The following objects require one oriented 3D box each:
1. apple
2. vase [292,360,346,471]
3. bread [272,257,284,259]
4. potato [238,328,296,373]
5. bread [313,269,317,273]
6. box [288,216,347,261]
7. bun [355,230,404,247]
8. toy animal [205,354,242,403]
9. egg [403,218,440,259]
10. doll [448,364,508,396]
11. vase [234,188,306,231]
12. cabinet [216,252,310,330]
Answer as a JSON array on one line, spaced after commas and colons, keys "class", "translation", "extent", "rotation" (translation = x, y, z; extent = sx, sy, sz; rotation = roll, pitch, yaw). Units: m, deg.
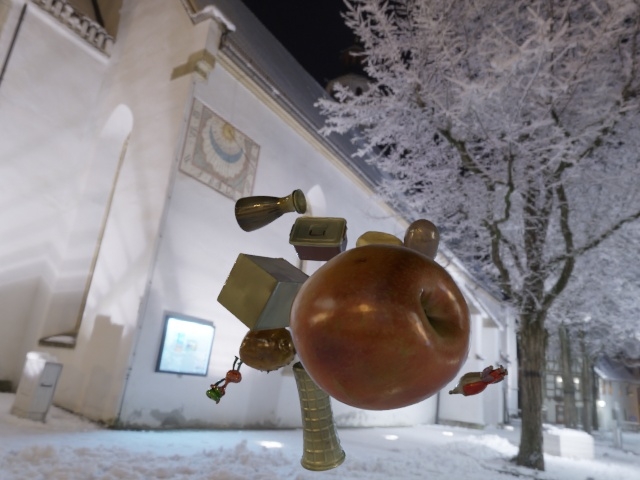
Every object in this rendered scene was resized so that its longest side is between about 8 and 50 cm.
[{"class": "apple", "translation": [0.118, 0.155, 0.852], "extent": [0.319, 0.319, 0.277], "rotation": [18, -42, -34]}, {"class": "vase", "translation": [-0.011, 0.516, 1.377], "extent": [0.143, 0.299, 0.143], "rotation": [-7, 1, 0]}, {"class": "bread", "translation": [-0.185, 0.171, 1.609], "extent": [0.192, 0.210, 0.110], "rotation": [-21, -49, -11]}, {"class": "potato", "translation": [-0.181, 0.349, 1.479], "extent": [0.200, 0.164, 0.081], "rotation": [-10, -19, 22]}, {"class": "bread", "translation": [0.005, 0.185, 1.767], "extent": [0.073, 0.149, 0.122], "rotation": [21, 14, 40]}, {"class": "box", "translation": [0.000, 0.000, 2.323], "extent": [0.294, 0.193, 0.167], "rotation": [2, -42, 17]}, {"class": "bun", "translation": [0.252, 0.044, 1.955], "extent": [0.222, 0.128, 0.222], "rotation": [10, 20, -4]}, {"class": "toy animal", "translation": [-0.401, 0.591, 1.935], "extent": [0.103, 0.208, 0.100], "rotation": [-8, -54, 45]}, {"class": "egg", "translation": [0.411, 0.010, 1.843], "extent": [0.146, 0.199, 0.146], "rotation": [-6, 18, 2]}, {"class": "doll", "translation": [0.558, 0.507, 1.628], "extent": [0.227, 0.075, 0.102], "rotation": [-36, -60, 28]}, {"class": "vase", "translation": [-0.232, -0.153, 2.154], "extent": [0.321, 0.173, 0.173], "rotation": [-13, -23, 22]}, {"class": "cabinet", "translation": [-0.135, 0.139, 1.217], "extent": [0.145, 0.150, 0.206], "rotation": [33, 10, 30]}]
